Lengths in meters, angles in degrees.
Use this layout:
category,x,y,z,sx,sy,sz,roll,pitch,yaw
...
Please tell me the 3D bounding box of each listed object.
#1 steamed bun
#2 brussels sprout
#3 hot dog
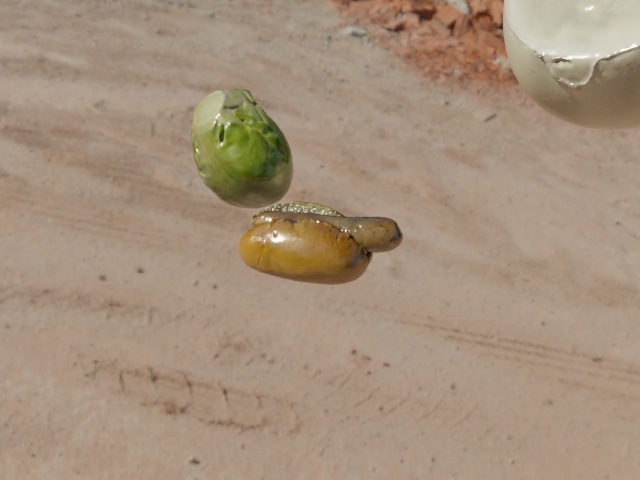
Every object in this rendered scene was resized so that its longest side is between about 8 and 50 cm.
category,x,y,z,sx,sy,sz,roll,pitch,yaw
steamed bun,0.397,-0.290,1.097,0.206,0.324,0.324,39,8,-48
brussels sprout,-0.099,-0.107,1.064,0.155,0.117,0.155,48,6,-6
hot dog,-0.001,0.001,0.761,0.140,0.060,0.090,16,30,19
